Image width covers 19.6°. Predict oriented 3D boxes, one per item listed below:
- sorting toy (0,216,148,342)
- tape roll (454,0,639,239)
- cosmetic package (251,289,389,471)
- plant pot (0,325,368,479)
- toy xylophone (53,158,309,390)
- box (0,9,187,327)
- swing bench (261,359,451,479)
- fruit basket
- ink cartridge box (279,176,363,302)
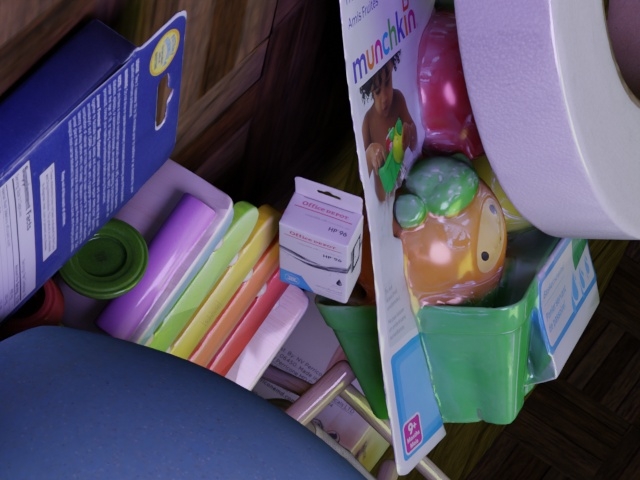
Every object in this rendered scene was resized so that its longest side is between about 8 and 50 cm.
[{"bbox_3d":[-0.146,0.025,1.030,0.102,0.061,0.042,-26,155,-20],"label":"sorting toy"},{"bbox_3d":[0.200,-0.193,1.292,0.392,0.072,0.392,-4,95,-60],"label":"tape roll"},{"bbox_3d":[0.055,0.080,1.697,0.296,0.129,0.153,-53,165,-17],"label":"cosmetic package"},{"bbox_3d":[-0.132,0.160,0.958,0.290,0.195,0.290,-39,171,-7],"label":"plant pot"},{"bbox_3d":[-0.106,0.059,1.197,0.236,0.081,0.322,-57,166,2],"label":"toy xylophone"},{"bbox_3d":[-0.153,-0.021,0.950,0.225,0.036,0.136,-47,163,-29],"label":"box"},{"bbox_3d":[-0.031,0.239,1.444,0.255,0.165,0.253,-54,128,-13],"label":"swing bench"},{"bbox_3d":[0.105,-0.059,1.326,0.327,0.165,0.353,-46,138,-58],"label":"fruit basket"},{"bbox_3d":[0.000,0.000,1.176,0.083,0.048,0.028,91,21,-55],"label":"ink cartridge box"}]
